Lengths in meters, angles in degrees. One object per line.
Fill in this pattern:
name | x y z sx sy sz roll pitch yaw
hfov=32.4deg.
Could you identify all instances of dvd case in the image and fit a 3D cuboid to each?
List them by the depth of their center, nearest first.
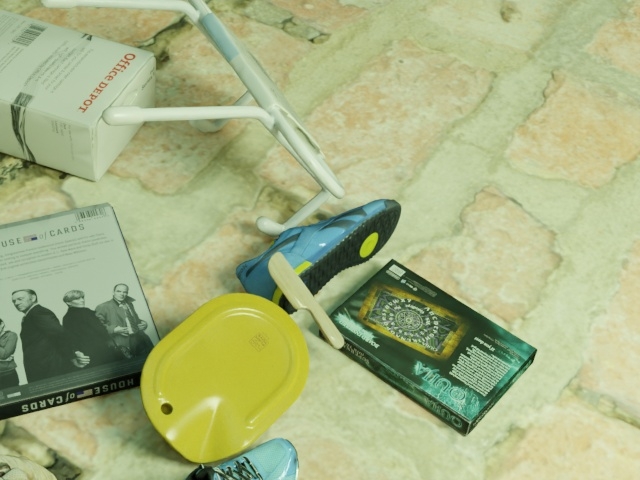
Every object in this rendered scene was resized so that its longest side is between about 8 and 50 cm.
dvd case | -0.271 0.064 1.119 0.179 0.029 0.238 -12 47 -18

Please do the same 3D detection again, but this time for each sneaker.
sneaker | -0.081 0.220 0.952 0.162 0.073 0.063 -32 56 -32
sneaker | 0.000 0.000 1.185 0.082 0.069 0.209 34 51 30

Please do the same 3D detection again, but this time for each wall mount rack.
wall mount rack | -0.127 -0.154 1.171 0.130 0.304 0.350 -39 52 6

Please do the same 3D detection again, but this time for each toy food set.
toy food set | -0.084 0.125 1.061 0.128 0.071 0.218 47 56 5

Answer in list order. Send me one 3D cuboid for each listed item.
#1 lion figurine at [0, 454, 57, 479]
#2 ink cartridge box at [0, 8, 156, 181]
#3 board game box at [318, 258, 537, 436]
lion figurine | -0.395 0.267 0.852 0.392 0.142 0.240 -33 63 -15
ink cartridge box | -0.325 -0.175 1.306 0.219 0.092 0.160 18 47 11
board game box | 0.109 0.104 1.122 0.186 0.026 0.126 33 51 24
